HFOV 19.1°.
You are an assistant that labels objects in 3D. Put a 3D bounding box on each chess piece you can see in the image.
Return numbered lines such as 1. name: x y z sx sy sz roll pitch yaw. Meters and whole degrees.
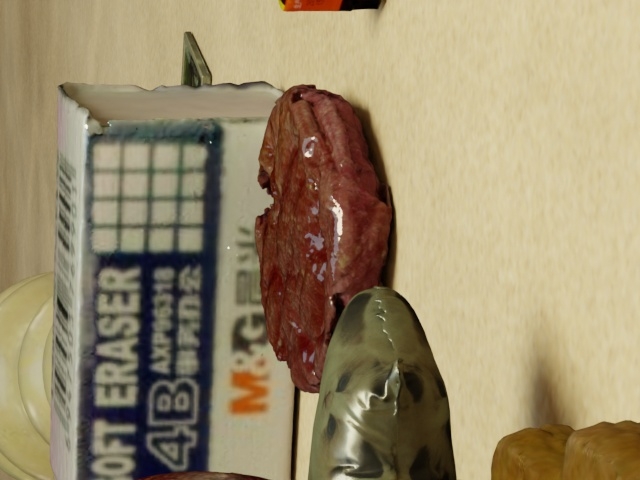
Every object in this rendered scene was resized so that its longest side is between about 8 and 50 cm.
1. chess piece: -0.146 0.089 1.310 0.299 0.167 0.167 160 109 -69

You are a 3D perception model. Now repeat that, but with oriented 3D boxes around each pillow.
1. pillow: 0.019 0.136 0.604 0.093 0.051 0.241 -160 73 -85

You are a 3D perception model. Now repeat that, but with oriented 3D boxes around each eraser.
1. eraser: -0.079 0.062 1.031 0.086 0.130 0.287 -136 48 -67

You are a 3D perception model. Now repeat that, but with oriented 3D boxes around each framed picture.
1. framed picture: -0.087 -0.100 1.313 0.089 0.006 0.066 -115 28 -61

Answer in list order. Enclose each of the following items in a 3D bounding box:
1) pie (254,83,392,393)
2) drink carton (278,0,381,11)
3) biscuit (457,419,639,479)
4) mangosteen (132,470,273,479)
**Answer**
1. pie: 0.000 0.000 0.892 0.153 0.038 0.154 177 90 -74
2. drink carton: -0.002 -0.189 0.847 0.071 0.056 0.166 107 158 -60
3. biscuit: 0.081 0.163 0.533 0.301 0.043 0.278 109 160 -58
4. mangosteen: -0.072 0.186 0.732 0.215 0.257 0.215 -33 47 43
